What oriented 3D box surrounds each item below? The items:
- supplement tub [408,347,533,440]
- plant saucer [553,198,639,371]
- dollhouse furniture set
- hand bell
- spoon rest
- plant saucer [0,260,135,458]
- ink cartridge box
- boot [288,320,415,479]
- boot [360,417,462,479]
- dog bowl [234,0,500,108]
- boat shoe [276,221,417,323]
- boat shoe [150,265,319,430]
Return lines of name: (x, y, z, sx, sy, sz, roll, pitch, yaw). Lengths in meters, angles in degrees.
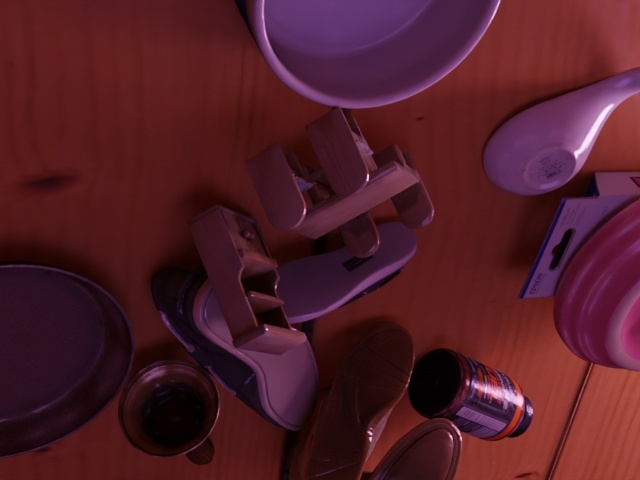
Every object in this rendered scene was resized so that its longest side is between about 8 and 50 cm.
supplement tub: (0.226, 0.231, 1.629, 0.198, 0.106, 0.106, 26, 114, -40)
plant saucer: (0.487, 0.066, 1.541, 0.332, 0.084, 0.332, -14, 135, -14)
dollhouse furniture set: (0.000, 0.000, 1.233, 0.242, 0.161, 0.212, -29, 160, 17)
hand bell: (-0.174, 0.255, 1.461, 0.126, 0.126, 0.242, -23, 154, -6)
spoon rest: (0.333, -0.142, 1.390, 0.276, 0.084, 0.137, -24, 135, 14)
plant saucer: (-0.374, 0.135, 1.300, 0.311, 0.050, 0.310, -13, 132, -14)
ink cartridge box: (0.446, -0.010, 1.553, 0.371, 0.069, 0.175, -4, 131, -26)
boot: (0.037, 0.247, 1.549, 0.095, 0.261, 0.203, 24, 160, -2)
boot: (0.081, 0.361, 1.610, 0.109, 0.220, 0.283, 30, 87, -12)
dog bowl: (0.046, -0.268, 1.111, 0.265, 0.104, 0.264, -13, 132, -15)
boat shoe: (0.019, 0.050, 1.381, 0.229, 0.080, 0.076, -30, 155, -25)
boat shoe: (-0.100, 0.131, 1.413, 0.112, 0.096, 0.335, -59, 143, -21)
